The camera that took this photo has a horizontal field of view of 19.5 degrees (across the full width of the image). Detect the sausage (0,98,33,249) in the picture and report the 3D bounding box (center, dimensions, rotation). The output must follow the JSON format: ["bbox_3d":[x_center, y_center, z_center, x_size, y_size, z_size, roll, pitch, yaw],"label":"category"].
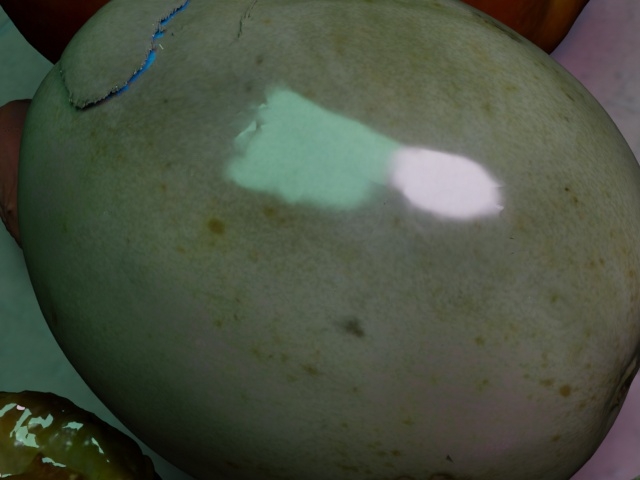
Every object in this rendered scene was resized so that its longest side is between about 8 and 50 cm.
[{"bbox_3d":[-0.168,-0.038,1.150,0.076,0.076,0.141,-26,44,-9],"label":"sausage"}]

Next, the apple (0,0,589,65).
[{"bbox_3d":[-0.008,-0.211,1.128,0.365,0.295,0.329,12,76,26],"label":"apple"}]

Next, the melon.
[{"bbox_3d":[0.000,0.000,0.901,0.330,0.268,0.268,24,55,19],"label":"melon"}]

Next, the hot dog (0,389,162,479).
[{"bbox_3d":[-0.186,0.186,0.882,0.196,0.122,0.272,28,57,31],"label":"hot dog"}]

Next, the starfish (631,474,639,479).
[{"bbox_3d":[0.239,0.143,0.830,0.217,0.050,0.223,25,40,27],"label":"starfish"}]
